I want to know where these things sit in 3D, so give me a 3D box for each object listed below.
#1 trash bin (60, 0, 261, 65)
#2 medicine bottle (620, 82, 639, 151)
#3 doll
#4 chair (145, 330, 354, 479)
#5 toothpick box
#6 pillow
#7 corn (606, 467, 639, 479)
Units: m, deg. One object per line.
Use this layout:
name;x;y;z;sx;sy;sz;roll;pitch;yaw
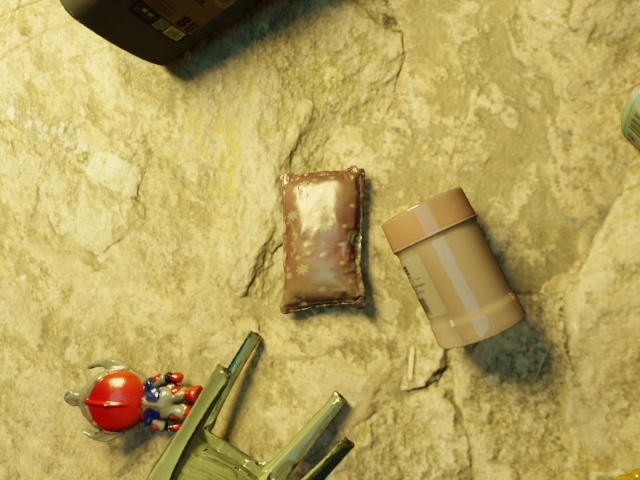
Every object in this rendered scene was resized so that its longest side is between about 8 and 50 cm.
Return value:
trash bin;-0.157;-0.360;0.502;0.291;0.209;0.182;-28;83;17
medicine bottle;0.391;-0.089;0.385;0.119;0.094;0.187;-33;62;15
doll;-0.258;0.216;0.580;0.195;0.062;0.104;0;106;6
chair;-0.089;0.277;0.466;0.191;0.203;0.274;33;91;1
toothpick box;0.142;0.030;0.466;0.099;0.098;0.148;-26;83;12
pillow;0.000;0.000;0.530;0.118;0.043;0.184;-3;87;16
corn;0.280;0.307;0.423;0.310;0.101;0.101;-39;80;7
